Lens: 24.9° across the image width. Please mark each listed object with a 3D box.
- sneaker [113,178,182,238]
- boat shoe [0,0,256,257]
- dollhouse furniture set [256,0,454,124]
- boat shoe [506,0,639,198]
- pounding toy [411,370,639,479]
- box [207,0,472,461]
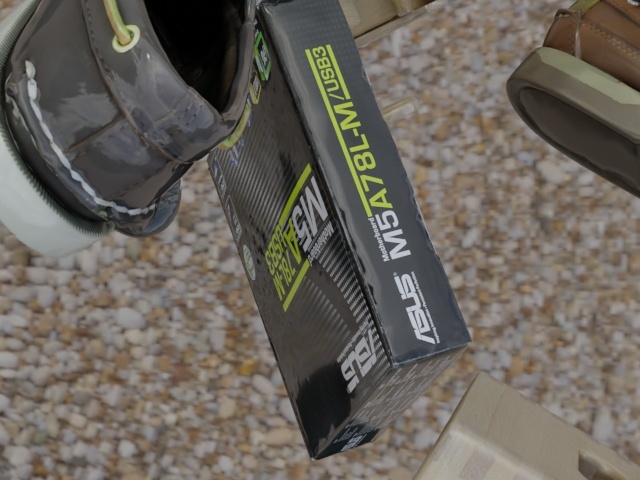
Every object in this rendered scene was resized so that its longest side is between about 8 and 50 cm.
[{"bbox_3d":[-0.203,-0.073,1.320,0.107,0.283,0.124,-29,138,-19],"label":"sneaker"},{"bbox_3d":[-0.051,-0.085,0.462,0.081,0.069,0.227,50,26,-31],"label":"boat shoe"},{"bbox_3d":[0.019,-0.186,1.002,0.242,0.161,0.212,-33,100,-52],"label":"dollhouse furniture set"},{"bbox_3d":[0.251,-0.046,0.773,0.307,0.110,0.104,36,79,18],"label":"boat shoe"},{"bbox_3d":[0.048,0.123,0.393,0.100,0.141,0.130,31,97,7],"label":"pounding toy"},{"bbox_3d":[0.000,0.000,0.718,0.045,0.190,0.184,-13,73,-16],"label":"box"}]
